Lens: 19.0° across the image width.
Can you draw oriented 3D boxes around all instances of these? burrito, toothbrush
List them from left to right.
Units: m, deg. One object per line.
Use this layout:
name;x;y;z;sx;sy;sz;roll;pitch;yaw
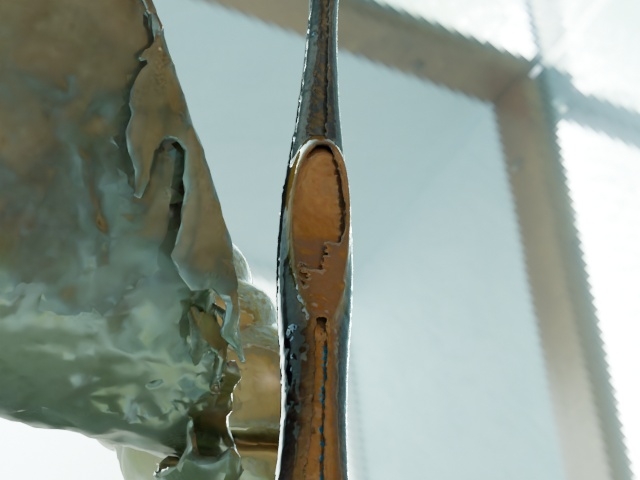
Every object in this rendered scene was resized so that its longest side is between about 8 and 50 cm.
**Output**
burrito;-0.155;-0.064;0.419;0.347;0.107;0.175;18;-92;-16
toothbrush;0.000;0.002;0.518;0.023;0.031;0.321;8;-126;-7

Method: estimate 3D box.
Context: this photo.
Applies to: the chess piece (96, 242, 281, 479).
chess piece;-0.068;0.041;0.793;0.124;0.139;0.307;-17;-115;-50
